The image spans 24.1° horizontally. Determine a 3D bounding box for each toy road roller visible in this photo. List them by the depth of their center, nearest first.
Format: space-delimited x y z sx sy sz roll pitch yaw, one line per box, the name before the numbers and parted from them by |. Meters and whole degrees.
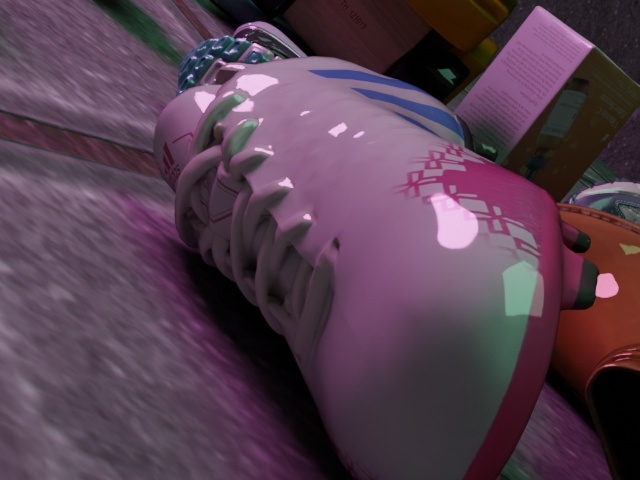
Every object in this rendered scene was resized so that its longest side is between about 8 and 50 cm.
toy road roller | 0.097 -0.242 1.291 0.202 0.240 0.329 47 17 -3

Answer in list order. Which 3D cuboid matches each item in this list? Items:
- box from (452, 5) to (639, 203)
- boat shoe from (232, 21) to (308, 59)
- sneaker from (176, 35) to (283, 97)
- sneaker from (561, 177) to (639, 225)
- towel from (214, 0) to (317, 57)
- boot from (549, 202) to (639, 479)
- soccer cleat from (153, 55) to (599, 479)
box | 0.227 -0.129 1.533 0.130 0.170 0.091 25 16 -49
boat shoe | -0.005 -0.093 1.016 0.142 0.049 0.040 36 31 -5
sneaker | -0.008 -0.038 0.777 0.166 0.065 0.076 44 -4 11
sneaker | 0.291 0.052 1.192 0.283 0.110 0.122 31 17 -31
towel | -0.096 -0.256 1.388 0.285 0.034 0.209 43 13 22
boot | 0.160 0.076 0.757 0.283 0.109 0.220 51 19 21
soccer cleat | 0.000 0.000 0.547 0.143 0.116 0.331 21 11 -6
